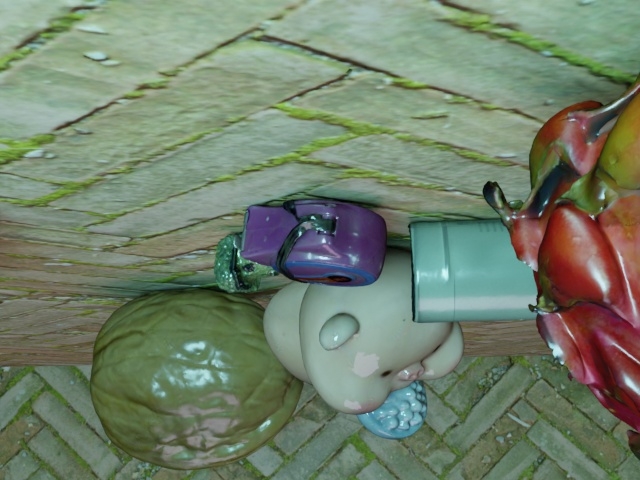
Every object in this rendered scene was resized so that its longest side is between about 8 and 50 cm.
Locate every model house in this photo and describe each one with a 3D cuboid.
[{"bbox_3d":[-0.058,0.020,0.953,0.083,0.066,0.078,-9,167,28],"label":"model house"}]

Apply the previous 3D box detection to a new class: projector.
[{"bbox_3d":[0.258,0.026,0.915,0.337,0.108,0.108,-2,168,4],"label":"projector"}]

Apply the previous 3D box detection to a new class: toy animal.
[{"bbox_3d":[0.049,0.099,1.089,0.209,0.230,0.221,-25,-138,-25],"label":"toy animal"}]

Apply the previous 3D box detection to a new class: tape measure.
[{"bbox_3d":[0.000,0.000,0.851,0.118,0.074,0.125,-3,164,38],"label":"tape measure"}]

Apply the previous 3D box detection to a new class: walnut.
[{"bbox_3d":[-0.180,0.201,1.325,0.312,0.277,0.252,4,-153,4],"label":"walnut"}]

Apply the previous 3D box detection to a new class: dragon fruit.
[{"bbox_3d":[0.222,-0.006,0.451,0.243,0.228,0.307,-37,158,2],"label":"dragon fruit"}]
